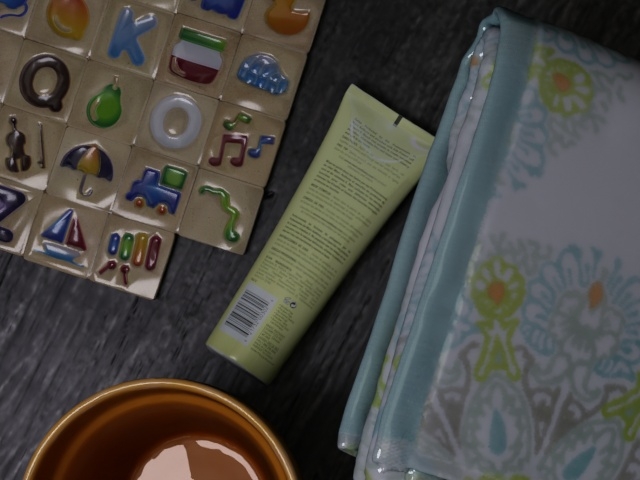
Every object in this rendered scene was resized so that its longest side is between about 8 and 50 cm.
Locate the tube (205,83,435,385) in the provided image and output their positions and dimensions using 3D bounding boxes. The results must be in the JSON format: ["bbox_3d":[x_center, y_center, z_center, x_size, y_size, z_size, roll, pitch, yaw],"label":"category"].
[{"bbox_3d":[0.000,0.000,1.431,0.070,0.062,0.240,37,83,-37],"label":"tube"}]

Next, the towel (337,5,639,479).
[{"bbox_3d":[0.208,0.054,1.336,0.320,0.090,0.375,21,82,-17],"label":"towel"}]

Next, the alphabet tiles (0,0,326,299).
[{"bbox_3d":[-0.161,-0.139,1.475,0.285,0.011,0.343,17,87,7],"label":"alphabet tiles"}]

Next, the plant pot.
[{"bbox_3d":[-0.103,0.205,1.354,0.205,0.188,0.205,0,85,6],"label":"plant pot"}]
